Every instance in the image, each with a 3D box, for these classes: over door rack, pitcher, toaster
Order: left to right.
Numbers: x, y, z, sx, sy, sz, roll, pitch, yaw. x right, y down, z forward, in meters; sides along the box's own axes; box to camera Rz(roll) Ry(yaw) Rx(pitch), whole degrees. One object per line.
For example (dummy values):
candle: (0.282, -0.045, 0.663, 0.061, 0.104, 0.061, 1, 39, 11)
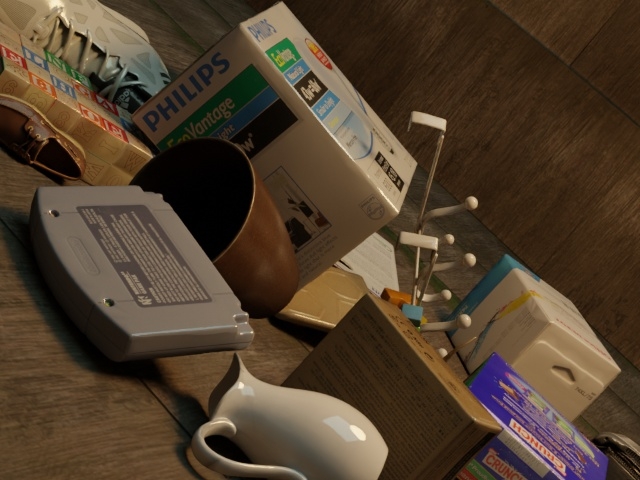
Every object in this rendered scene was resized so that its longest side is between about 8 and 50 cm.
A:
pitcher: (-0.038, 0.235, 1.485, 0.207, 0.125, 0.178, 29, 31, -2)
over door rack: (0.179, 0.004, 1.983, 0.324, 0.108, 0.239, 81, 13, -54)
toaster: (0.542, 0.430, 2.365, 0.227, 0.129, 0.146, 44, 10, 22)

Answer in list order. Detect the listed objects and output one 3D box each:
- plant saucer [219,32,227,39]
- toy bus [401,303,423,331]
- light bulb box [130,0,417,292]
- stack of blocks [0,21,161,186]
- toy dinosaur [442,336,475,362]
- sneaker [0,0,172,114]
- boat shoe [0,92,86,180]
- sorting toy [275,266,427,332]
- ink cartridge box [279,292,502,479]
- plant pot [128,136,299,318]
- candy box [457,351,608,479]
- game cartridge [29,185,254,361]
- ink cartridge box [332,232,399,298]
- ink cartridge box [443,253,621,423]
plant saucer: (-0.084, -0.236, 2.642, 0.400, 0.100, 0.400, 40, -16, 14)
toy bus: (0.075, 0.199, 1.875, 0.104, 0.202, 0.191, 11, 21, 5)
light bulb box: (-0.057, -0.154, 2.061, 0.361, 0.225, 0.358, 50, 16, -7)
stack of blocks: (-0.367, -0.179, 1.922, 0.297, 0.087, 0.171, 32, 17, -33)
toy dinosaur: (0.167, 0.215, 2.012, 0.053, 0.183, 0.092, 30, 41, 5)
sneaker: (-0.368, -0.301, 2.130, 0.257, 0.169, 0.447, 47, 13, 33)
boat shoe: (-0.389, -0.139, 1.791, 0.178, 0.064, 0.060, 35, 13, -32)
sorting toy: (0.039, 0.106, 2.100, 0.307, 0.041, 0.229, 17, 22, -26)
ink cartridge box: (0.080, 0.216, 1.661, 0.234, 0.193, 0.088, 50, 15, 33)
plant pot: (-0.128, 0.010, 1.792, 0.215, 0.215, 0.230, 52, 4, 39)
candy box: (0.311, 0.328, 2.077, 0.268, 0.122, 0.317, 43, 13, 7)
game cartridge: (-0.227, 0.034, 1.566, 0.196, 0.060, 0.294, 2, 35, -37)
ink cartridge box: (0.000, 0.000, 2.383, 0.324, 0.071, 0.330, 37, 18, -14)
ink cartridge box: (0.399, 0.203, 2.531, 0.198, 0.197, 0.270, 35, 15, -25)
